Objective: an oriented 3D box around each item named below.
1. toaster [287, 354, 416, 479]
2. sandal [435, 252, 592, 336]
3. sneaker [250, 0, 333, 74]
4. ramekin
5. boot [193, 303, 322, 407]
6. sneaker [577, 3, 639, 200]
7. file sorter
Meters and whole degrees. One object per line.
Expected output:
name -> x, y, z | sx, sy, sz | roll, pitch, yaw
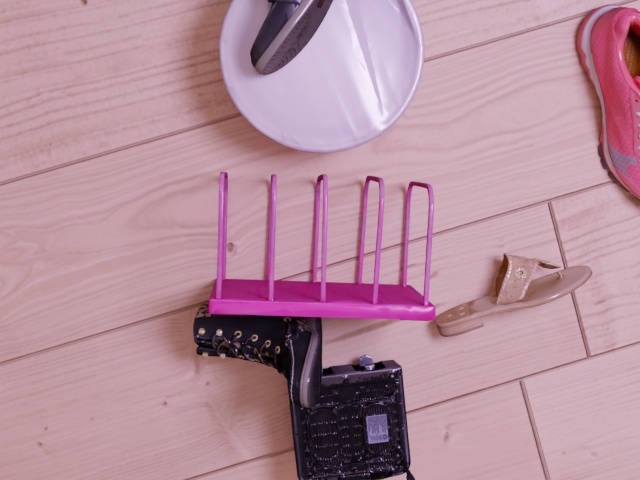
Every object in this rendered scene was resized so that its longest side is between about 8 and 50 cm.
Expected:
toaster -> 0.042, 0.265, 1.375 | 0.168, 0.110, 0.186 | -7, 96, -2
sandal -> 0.272, 0.059, 1.379 | 0.240, 0.088, 0.079 | -23, 103, 4
sneaker -> -0.047, -0.326, 1.203 | 0.118, 0.083, 0.222 | 36, 100, 12
ramekin -> 0.000, -0.254, 1.306 | 0.272, 0.127, 0.273 | 0, 96, -3
boot -> -0.087, 0.152, 1.299 | 0.178, 0.236, 0.085 | 1, 112, 0
sneaker -> 0.452, -0.182, 1.340 | 0.116, 0.136, 0.314 | -22, 97, 0
file sorter -> 0.000, 0.000, 1.298 | 0.290, 0.202, 0.182 | 2, 95, -4
